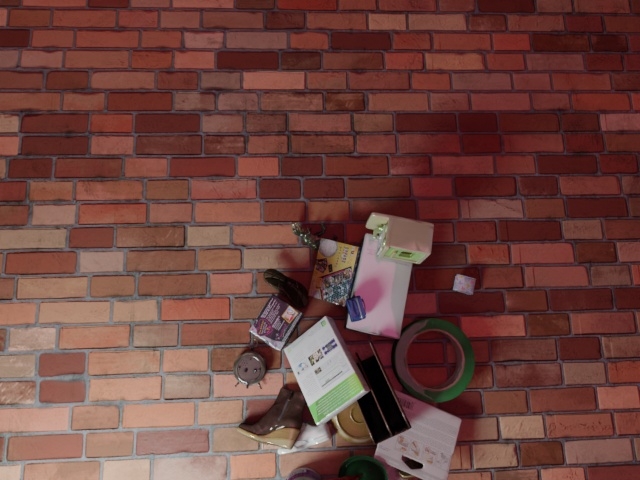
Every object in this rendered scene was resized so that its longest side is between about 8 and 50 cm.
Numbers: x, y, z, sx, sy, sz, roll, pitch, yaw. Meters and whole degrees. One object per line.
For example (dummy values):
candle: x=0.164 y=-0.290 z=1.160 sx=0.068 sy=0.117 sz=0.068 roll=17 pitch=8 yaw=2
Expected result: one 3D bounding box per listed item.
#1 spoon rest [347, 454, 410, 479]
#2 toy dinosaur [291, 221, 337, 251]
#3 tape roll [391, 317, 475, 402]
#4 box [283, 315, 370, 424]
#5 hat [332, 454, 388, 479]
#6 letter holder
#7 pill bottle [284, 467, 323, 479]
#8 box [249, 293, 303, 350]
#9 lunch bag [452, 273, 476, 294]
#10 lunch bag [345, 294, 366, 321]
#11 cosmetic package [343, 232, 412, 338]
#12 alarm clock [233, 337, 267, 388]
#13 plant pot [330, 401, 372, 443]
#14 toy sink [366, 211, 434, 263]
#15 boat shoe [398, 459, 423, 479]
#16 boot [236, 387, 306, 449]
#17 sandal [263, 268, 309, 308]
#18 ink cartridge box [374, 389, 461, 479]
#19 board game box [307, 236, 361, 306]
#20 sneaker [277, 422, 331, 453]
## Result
spoon rest: x=0.220 y=0.868 z=1.780 sx=0.275 sy=0.084 sz=0.138 roll=8 pitch=80 yaw=-15
toy dinosaur: x=0.000 y=0.000 z=1.934 sx=0.268 sy=0.064 sz=0.118 roll=45 pitch=85 yaw=1
tape roll: x=0.446 y=0.473 z=1.858 sx=0.320 sy=0.077 sz=0.322 roll=1 pitch=80 yaw=-4
box: x=0.015 y=0.479 z=1.735 sx=0.232 sy=0.058 sz=0.322 roll=-40 pitch=54 yaw=15
hat: x=0.128 y=0.864 z=1.606 sx=0.208 sy=0.183 sz=0.173 roll=-8 pitch=88 yaw=9
letter holder: x=0.193 y=0.552 z=1.700 sx=0.151 sy=0.214 sz=0.302 roll=-24 pitch=57 yaw=-1
pill bottle: x=-0.057 y=0.923 z=1.630 sx=0.169 sy=0.301 sz=0.170 roll=1 pitch=79 yaw=-3
box: x=-0.164 y=0.312 z=1.767 sx=0.142 sy=0.247 sz=0.164 roll=32 pitch=79 yaw=5
lunch bag: x=0.593 y=0.182 z=1.933 sx=0.083 sy=0.053 sz=0.071 roll=14 pitch=81 yaw=-10
lunch bag: x=0.134 y=0.250 z=1.734 sx=0.065 sy=0.067 sz=0.099 roll=-14 pitch=78 yaw=-4
cosmetic package: x=0.234 y=0.186 z=1.862 sx=0.217 sy=0.156 sz=0.386 roll=14 pitch=80 yaw=0
alarm clock: x=-0.274 y=0.480 z=1.826 sx=0.129 sy=0.064 sz=0.192 roll=4 pitch=76 yaw=-2
plant pot: x=0.153 y=0.676 z=1.826 sx=0.235 sy=0.032 sz=0.237 roll=0 pitch=80 yaw=-2
toy sink: x=0.285 y=-0.002 z=1.745 sx=0.233 sy=0.153 sz=0.131 roll=11 pitch=72 yaw=-1
boat shoe: x=0.368 y=0.863 z=1.761 sx=0.177 sy=0.064 sz=0.060 roll=-8 pitch=116 yaw=-32
boot: x=-0.181 y=0.672 z=1.792 sx=0.248 sy=0.090 sz=0.207 roll=6 pitch=58 yaw=18
sandal: x=-0.141 y=0.194 z=1.882 sx=0.219 sy=0.060 sz=0.090 roll=32 pitch=63 yaw=-9
ink cartridge box: x=0.364 y=0.749 z=1.773 sx=0.296 sy=0.066 sz=0.261 roll=24 pitch=66 yaw=-1
board game box: x=0.056 y=0.125 z=1.865 sx=0.164 sy=0.042 sz=0.244 roll=15 pitch=93 yaw=20
sneaker: x=-0.070 y=0.750 z=1.787 sx=0.212 sy=0.080 sz=0.094 roll=-16 pitch=68 yaw=-11
